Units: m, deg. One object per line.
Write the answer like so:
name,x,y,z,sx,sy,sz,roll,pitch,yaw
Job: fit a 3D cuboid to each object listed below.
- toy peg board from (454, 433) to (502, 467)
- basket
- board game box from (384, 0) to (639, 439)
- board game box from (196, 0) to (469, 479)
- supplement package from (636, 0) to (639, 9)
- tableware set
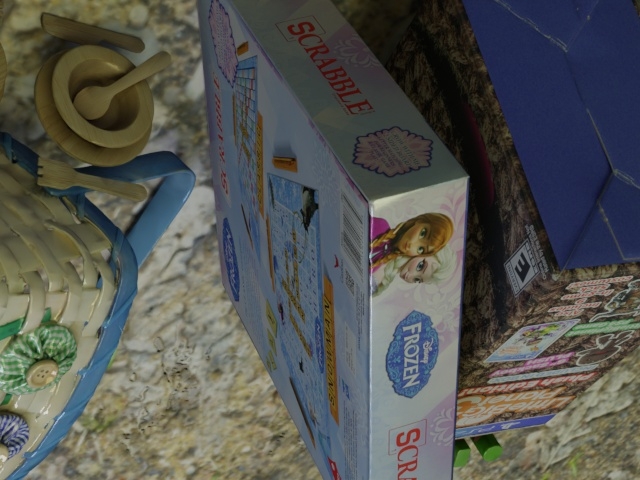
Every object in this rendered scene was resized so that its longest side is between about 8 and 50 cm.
toy peg board,0.106,0.139,1.317,0.161,0.079,0.160,-7,129,-22
basket,-0.230,0.051,1.012,0.254,0.201,0.289,-58,163,24
board game box,0.126,-0.017,1.025,0.141,0.232,0.291,-6,154,-23
board game box,0.000,0.000,0.985,0.066,0.318,0.318,-15,132,-16
supplement package,0.323,-0.251,1.062,0.134,0.139,0.244,-5,129,-21
tableware set,-0.188,-0.104,0.934,0.194,0.128,0.039,12,152,-34
